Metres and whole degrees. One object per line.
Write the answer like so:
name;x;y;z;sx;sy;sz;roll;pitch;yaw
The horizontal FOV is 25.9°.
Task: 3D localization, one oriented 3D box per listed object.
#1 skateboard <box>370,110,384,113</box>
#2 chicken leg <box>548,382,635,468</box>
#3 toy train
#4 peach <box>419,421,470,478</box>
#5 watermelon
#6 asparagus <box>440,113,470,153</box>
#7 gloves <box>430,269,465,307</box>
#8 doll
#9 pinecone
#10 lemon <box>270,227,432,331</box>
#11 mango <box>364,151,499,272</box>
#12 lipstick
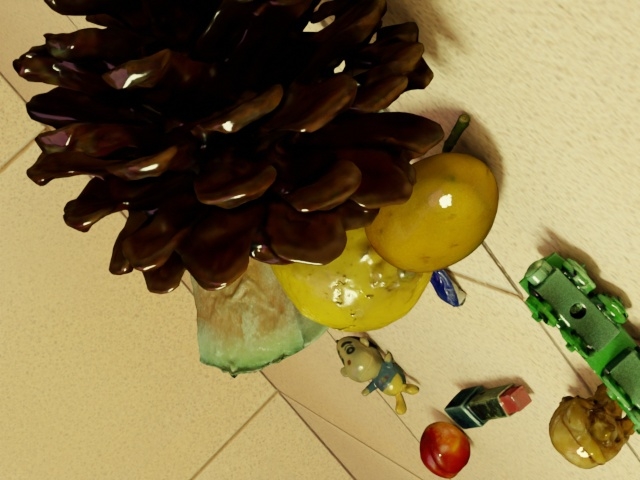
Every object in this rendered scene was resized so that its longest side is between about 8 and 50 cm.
skateboard;0.037;-0.154;1.613;0.083;0.032;0.064;38;176;17
chicken leg;0.336;0.224;1.750;0.085;0.101;0.207;49;-173;0
toy train;0.308;0.114;1.506;0.251;0.085;0.119;50;-178;-4
peach;0.222;0.376;2.525;0.101;0.101;0.100;42;167;12
watermelon;-0.074;0.041;2.085;0.264;0.151;0.302;-14;86;45
asparagus;0.139;-0.101;1.484;0.016;0.016;0.163;23;166;2
gloves;0.159;0.053;1.872;0.086;0.026;0.064;52;167;-29
doll;0.094;0.233;2.505;0.179;0.102;0.089;39;-155;22
pinecone;-0.101;-0.145;1.294;0.398;0.398;0.397;42;167;12
lemon;0.039;0.012;1.729;0.204;0.204;0.260;52;163;-27
mango;0.120;-0.031;1.503;0.253;0.139;0.113;112;154;-75
lipstick;0.261;0.248;2.112;0.051;0.051;0.312;47;165;0
